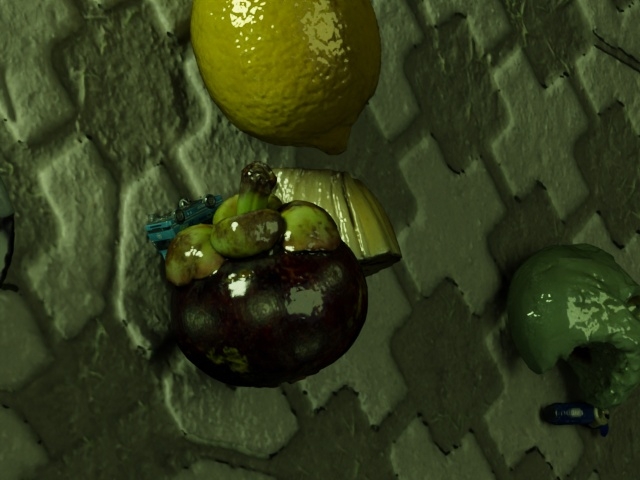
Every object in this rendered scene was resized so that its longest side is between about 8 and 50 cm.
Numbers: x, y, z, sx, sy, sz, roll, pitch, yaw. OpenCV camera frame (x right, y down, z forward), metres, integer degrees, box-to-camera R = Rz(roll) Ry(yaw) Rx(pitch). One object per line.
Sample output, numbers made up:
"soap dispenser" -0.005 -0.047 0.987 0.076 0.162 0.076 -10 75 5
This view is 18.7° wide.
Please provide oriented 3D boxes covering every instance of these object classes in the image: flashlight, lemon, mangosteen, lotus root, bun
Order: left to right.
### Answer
"mangosteen" -0.054 0.031 1.841 0.192 0.192 0.217 -24 107 -48
"lemon" -0.035 -0.203 1.938 0.188 0.188 0.257 -24 94 -48
"lotus root" 0.000 -0.004 2.004 0.159 0.095 0.135 -2 72 -8
"flashlight" 0.313 0.207 2.326 0.121 0.035 0.057 6 76 -48
"bun" 0.322 0.095 2.287 0.212 0.126 0.204 -5 72 -50

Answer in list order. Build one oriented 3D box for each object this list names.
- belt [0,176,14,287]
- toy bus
"belt" -0.358 -0.057 1.555 0.184 0.164 0.289 -27 100 -39
"toy bus" -0.129 -0.015 1.892 0.083 0.038 0.046 -30 105 -47
